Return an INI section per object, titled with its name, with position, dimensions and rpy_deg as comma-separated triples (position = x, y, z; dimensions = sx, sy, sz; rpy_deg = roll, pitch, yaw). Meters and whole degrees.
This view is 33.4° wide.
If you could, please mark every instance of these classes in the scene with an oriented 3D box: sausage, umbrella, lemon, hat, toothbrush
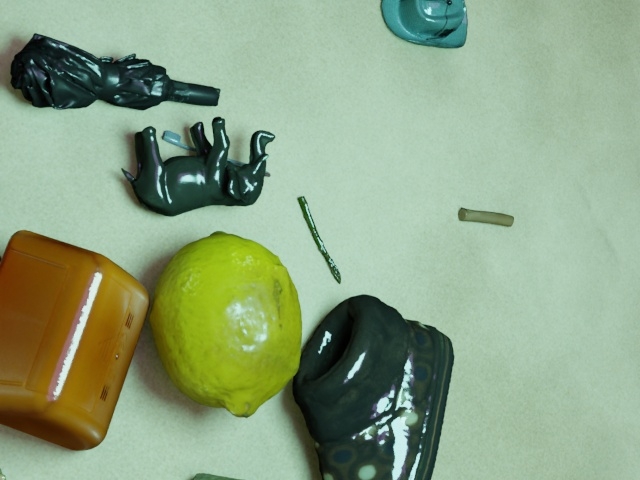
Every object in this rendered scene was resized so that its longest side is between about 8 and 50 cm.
[sausage]
position = 0.307, -0.042, 1.960
dimensions = 0.116, 0.026, 0.026
rpy_deg = 7, 78, -27
[umbrella]
position = -0.309, -0.242, 1.650
dimensions = 0.340, 0.118, 0.118
rpy_deg = 4, 79, -36
[lemon]
position = -0.138, 0.124, 1.591
dimensions = 0.233, 0.233, 0.288
rpy_deg = -5, 72, -28
[hat]
position = 0.209, -0.423, 1.949
dimensions = 0.190, 0.078, 0.138
rpy_deg = 6, 76, -26
[toothbrush]
position = -0.167, -0.139, 1.742
dimensions = 0.193, 0.013, 0.019
rpy_deg = 20, 64, -22

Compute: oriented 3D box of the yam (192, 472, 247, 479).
[yam]
position = -0.045, 0.413, 1.601
dimensions = 0.317, 0.067, 0.071
rpy_deg = 12, 80, 8

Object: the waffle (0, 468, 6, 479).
[waffle]
position = -0.395, 0.416, 1.518
dimensions = 0.191, 0.032, 0.125
rpy_deg = 28, 67, -22

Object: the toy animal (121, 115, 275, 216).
[toy animal]
position = -0.186, -0.115, 1.677
dimensions = 0.244, 0.114, 0.146
rpy_deg = -11, 91, -4

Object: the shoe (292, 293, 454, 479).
[shoe]
position = 0.062, 0.282, 1.693
dimensions = 0.237, 0.171, 0.384
rpy_deg = 26, 71, -24

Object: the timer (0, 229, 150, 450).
[timer]
position = -0.345, 0.151, 1.497
dimensions = 0.250, 0.161, 0.258
rpy_deg = 51, 51, -61

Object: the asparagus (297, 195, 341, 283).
[asparagus]
position = 0.000, 0.000, 1.800
dimensions = 0.016, 0.016, 0.163
rpy_deg = -28, 93, -47
